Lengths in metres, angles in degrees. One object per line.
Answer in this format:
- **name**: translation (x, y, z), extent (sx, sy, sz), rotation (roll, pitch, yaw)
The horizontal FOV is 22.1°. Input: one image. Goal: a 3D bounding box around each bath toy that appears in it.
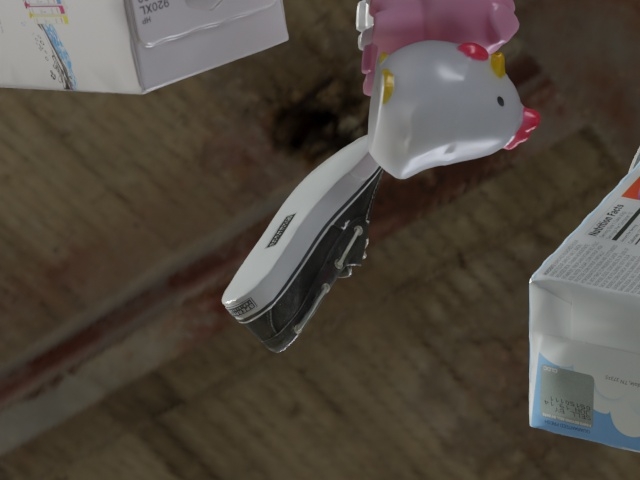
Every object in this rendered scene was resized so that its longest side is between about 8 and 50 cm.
- **bath toy**: translation (0.101, -0.177, 1.316), extent (0.129, 0.348, 0.151), rotation (6, -54, -5)

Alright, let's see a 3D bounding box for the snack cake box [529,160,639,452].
- **snack cake box**: translation (0.227, 0.018, 0.862), extent (0.152, 0.264, 0.089), rotation (10, -62, 28)

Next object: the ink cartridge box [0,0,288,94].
- **ink cartridge box**: translation (-0.174, -0.227, 1.372), extent (0.233, 0.171, 0.168), rotation (8, -64, 43)

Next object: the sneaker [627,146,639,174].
- **sneaker**: translation (0.273, -0.020, 1.226), extent (0.124, 0.295, 0.178), rotation (15, -30, 7)

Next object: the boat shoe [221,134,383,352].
- **boat shoe**: translation (0.000, 0.000, 1.378), extent (0.070, 0.219, 0.078), rotation (49, -31, -20)
